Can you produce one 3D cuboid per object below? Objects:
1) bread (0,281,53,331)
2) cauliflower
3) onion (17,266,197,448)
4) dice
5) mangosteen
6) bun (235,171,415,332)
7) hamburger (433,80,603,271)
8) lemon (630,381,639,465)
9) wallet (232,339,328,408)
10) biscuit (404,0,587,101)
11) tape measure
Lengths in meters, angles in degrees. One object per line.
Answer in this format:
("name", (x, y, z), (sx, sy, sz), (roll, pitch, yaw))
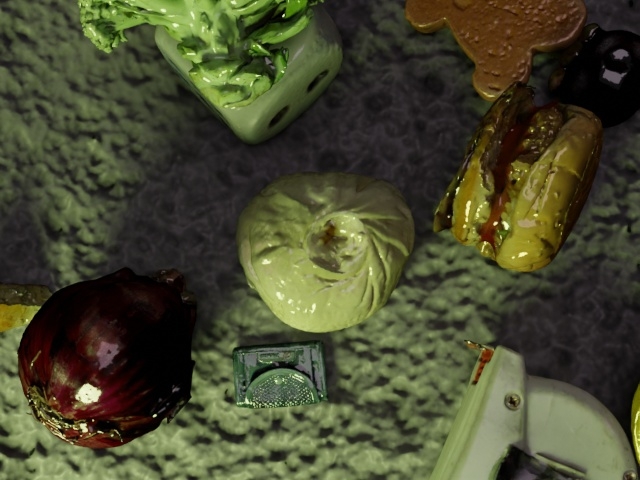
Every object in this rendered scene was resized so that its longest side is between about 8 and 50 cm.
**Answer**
("bread", (-0.455, 0.092, 1.048), (0.154, 0.136, 0.054), (-27, 66, -5))
("cauliflower", (-0.113, -0.278, 0.873), (0.272, 0.275, 0.250), (-36, 123, -32))
("onion", (-0.260, 0.143, 0.969), (0.281, 0.281, 0.221), (-44, 88, -3))
("dice", (-0.093, -0.258, 1.048), (0.192, 0.194, 0.193), (-44, 86, -5))
("mangosteen", (0.380, -0.230, 1.066), (0.151, 0.137, 0.137), (39, 86, 21))
("bun", (0.000, 0.000, 1.039), (0.244, 0.153, 0.244), (-1, 79, 3))
("hamburger", (0.262, -0.075, 0.999), (0.163, 0.244, 0.244), (31, 85, 15))
("lemon", (0.521, 0.223, 0.957), (0.219, 0.240, 0.240), (-17, 81, -41))
("wallet", (-0.056, 0.187, 1.078), (0.129, 0.026, 0.088), (-5, 83, 2))
("biscuit", (0.221, -0.359, 1.101), (0.205, 0.049, 0.324), (-42, 72, 8))
("tape measure", (0.269, 0.293, 1.007), (0.265, 0.130, 0.258), (23, 82, 4))
